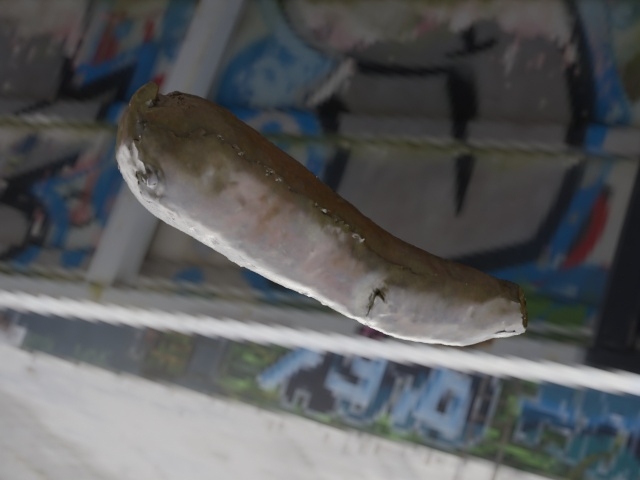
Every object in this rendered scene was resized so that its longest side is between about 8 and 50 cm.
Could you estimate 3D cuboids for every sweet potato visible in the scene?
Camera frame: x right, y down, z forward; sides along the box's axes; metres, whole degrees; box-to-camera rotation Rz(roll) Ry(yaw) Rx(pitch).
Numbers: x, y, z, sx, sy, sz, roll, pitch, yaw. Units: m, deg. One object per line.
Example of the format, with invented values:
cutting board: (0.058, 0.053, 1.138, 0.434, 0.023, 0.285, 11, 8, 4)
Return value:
sweet potato: (0.000, 0.000, 0.975, 0.273, 0.075, 0.075, 30, 157, -20)
